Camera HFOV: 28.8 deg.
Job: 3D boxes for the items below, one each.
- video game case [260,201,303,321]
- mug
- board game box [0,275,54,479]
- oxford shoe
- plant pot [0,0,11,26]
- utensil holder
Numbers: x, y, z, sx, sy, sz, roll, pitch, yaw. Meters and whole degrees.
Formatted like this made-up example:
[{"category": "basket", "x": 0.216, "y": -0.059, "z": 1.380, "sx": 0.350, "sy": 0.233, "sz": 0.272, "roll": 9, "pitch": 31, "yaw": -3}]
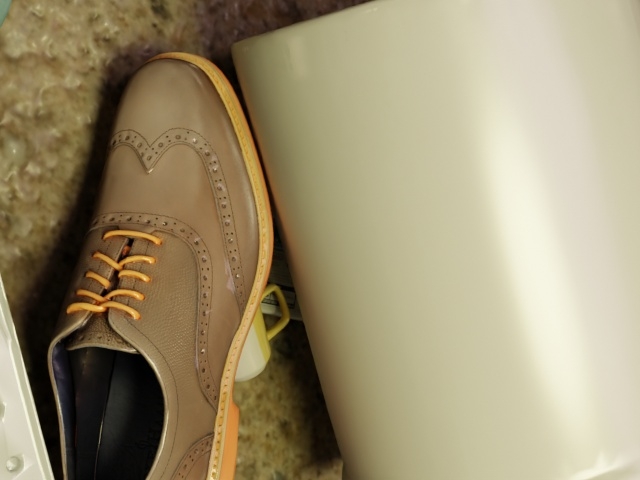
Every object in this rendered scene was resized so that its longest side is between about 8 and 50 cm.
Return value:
[{"category": "video game case", "x": 0.000, "y": 0.000, "z": 1.075, "sx": 0.157, "sy": 0.019, "sz": 0.143, "roll": 14, "pitch": 79, "yaw": -40}, {"category": "mug", "x": -0.062, "y": 0.074, "z": 0.986, "sx": 0.062, "sy": 0.078, "sz": 0.064, "roll": -98, "pitch": 168, "yaw": -62}, {"category": "board game box", "x": -0.343, "y": 0.187, "z": 0.713, "sx": 0.390, "sy": 0.050, "sz": 0.390, "roll": -18, "pitch": 102, "yaw": -33}, {"category": "oxford shoe", "x": -0.114, "y": 0.036, "z": 0.862, "sx": 0.133, "sy": 0.130, "sz": 0.363, "roll": 28, "pitch": 61, "yaw": -70}, {"category": "plant pot", "x": -0.311, "y": -0.168, "z": 0.662, "sx": 0.252, "sy": 0.248, "sz": 0.247, "roll": -44, "pitch": 118, "yaw": -54}, {"category": "utensil holder", "x": 0.125, "y": -0.008, "z": 0.966, "sx": 0.328, "sy": 0.328, "sz": 0.385, "roll": -25, "pitch": 102, "yaw": -40}]
